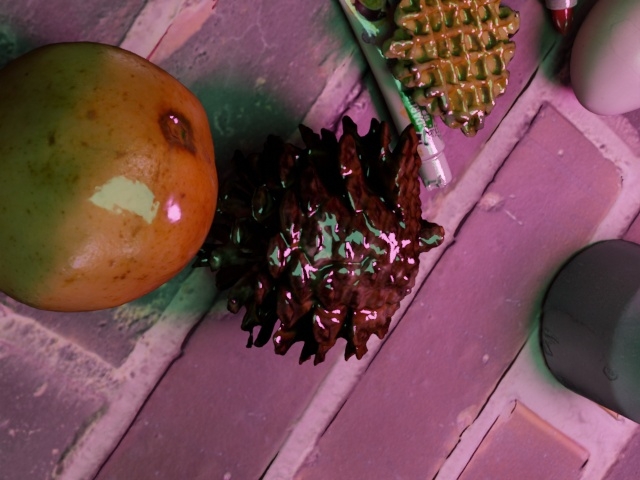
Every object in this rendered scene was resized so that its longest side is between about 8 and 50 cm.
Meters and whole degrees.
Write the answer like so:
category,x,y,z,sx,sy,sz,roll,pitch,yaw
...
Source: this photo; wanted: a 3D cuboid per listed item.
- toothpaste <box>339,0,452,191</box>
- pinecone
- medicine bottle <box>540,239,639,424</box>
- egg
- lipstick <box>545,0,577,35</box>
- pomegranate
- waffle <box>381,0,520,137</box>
category,x,y,z,sx,sy,sz,roll,pitch,yaw
toothpaste,0.097,-0.210,1.674,0.314,0.056,0.058,66,28,-21
pinecone,-0.005,-0.001,1.564,0.296,0.242,0.298,-4,107,-18
medicine bottle,0.486,0.145,1.836,0.245,0.290,0.245,-8,107,-27
egg,0.418,-0.259,1.769,0.151,0.151,0.209,35,89,-31
lipstick,0.311,-0.360,1.744,0.063,0.057,0.186,-21,118,-22
pomegranate,-0.244,-0.064,1.389,0.307,0.307,0.307,-8,107,-26
waffle,0.167,-0.246,1.675,0.223,0.054,0.204,36,65,-38
